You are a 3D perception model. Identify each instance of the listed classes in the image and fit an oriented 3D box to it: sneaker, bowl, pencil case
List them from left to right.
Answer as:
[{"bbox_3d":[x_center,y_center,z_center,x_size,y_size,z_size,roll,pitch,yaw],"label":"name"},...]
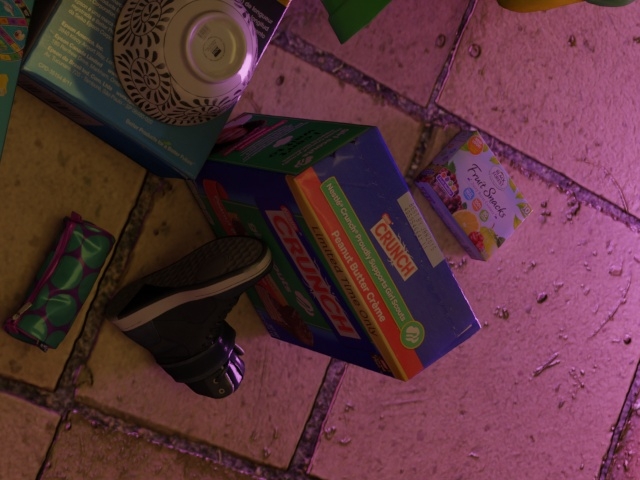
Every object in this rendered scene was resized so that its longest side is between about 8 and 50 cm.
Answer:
[{"bbox_3d":[-0.290,0.047,1.780,0.070,0.064,0.151,41,73,-53],"label":"pencil case"},{"bbox_3d":[-0.127,-0.206,1.713,0.170,0.080,0.170,-3,97,-31],"label":"bowl"},{"bbox_3d":[-0.109,0.090,1.818,0.163,0.226,0.086,50,37,-25],"label":"sneaker"}]

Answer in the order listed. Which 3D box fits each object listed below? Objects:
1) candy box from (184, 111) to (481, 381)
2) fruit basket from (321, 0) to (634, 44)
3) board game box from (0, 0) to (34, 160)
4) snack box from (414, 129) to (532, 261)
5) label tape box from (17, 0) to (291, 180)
[{"bbox_3d":[0.000,0.000,1.795,0.122,0.317,0.268,-37,112,-22],"label":"candy box"},{"bbox_3d":[0.175,-0.354,1.798,0.392,0.283,0.392,28,41,-27],"label":"fruit basket"},{"bbox_3d":[-0.407,-0.231,1.585,0.254,0.079,0.336,28,67,-50],"label":"board game box"},{"bbox_3d":[0.198,-0.058,2.064,0.100,0.037,0.141,-47,115,-19],"label":"snack box"},{"bbox_3d":[-0.175,-0.269,1.787,0.241,0.106,0.333,34,78,-29],"label":"label tape box"}]
